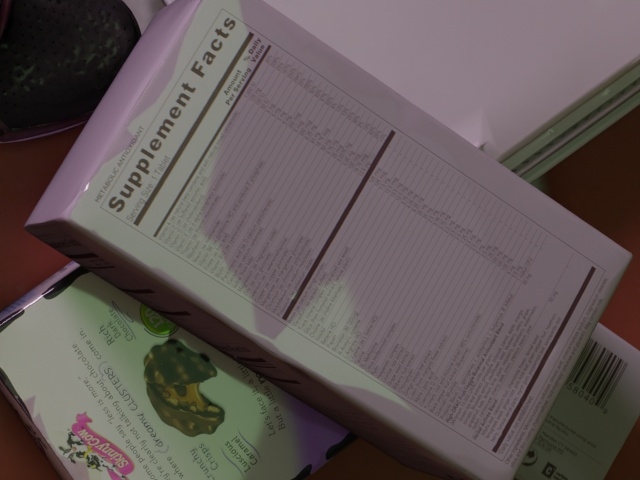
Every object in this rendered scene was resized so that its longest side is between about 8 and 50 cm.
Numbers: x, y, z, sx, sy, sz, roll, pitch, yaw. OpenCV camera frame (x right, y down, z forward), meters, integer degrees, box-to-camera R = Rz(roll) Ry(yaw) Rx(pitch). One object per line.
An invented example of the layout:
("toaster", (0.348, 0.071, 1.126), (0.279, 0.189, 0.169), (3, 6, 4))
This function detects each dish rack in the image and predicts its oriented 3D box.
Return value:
("dish rack", (0.088, -0.172, 0.914), (0.333, 0.072, 0.285), (-35, 100, -13))

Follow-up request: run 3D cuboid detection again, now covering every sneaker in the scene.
("sneaker", (-0.216, -0.112, 0.771), (0.281, 0.162, 0.106), (6, 87, -16))

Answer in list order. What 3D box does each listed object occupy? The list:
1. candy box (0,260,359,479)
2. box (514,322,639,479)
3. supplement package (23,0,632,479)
("candy box", (-0.065, 0.064, 0.863), (0.196, 0.070, 0.165), (-35, 99, -15))
("box", (0.117, 0.087, 0.908), (0.101, 0.087, 0.102), (34, 81, -13))
("supplement package", (0.000, 0.000, 0.777), (0.244, 0.134, 0.139), (34, 79, -15))
